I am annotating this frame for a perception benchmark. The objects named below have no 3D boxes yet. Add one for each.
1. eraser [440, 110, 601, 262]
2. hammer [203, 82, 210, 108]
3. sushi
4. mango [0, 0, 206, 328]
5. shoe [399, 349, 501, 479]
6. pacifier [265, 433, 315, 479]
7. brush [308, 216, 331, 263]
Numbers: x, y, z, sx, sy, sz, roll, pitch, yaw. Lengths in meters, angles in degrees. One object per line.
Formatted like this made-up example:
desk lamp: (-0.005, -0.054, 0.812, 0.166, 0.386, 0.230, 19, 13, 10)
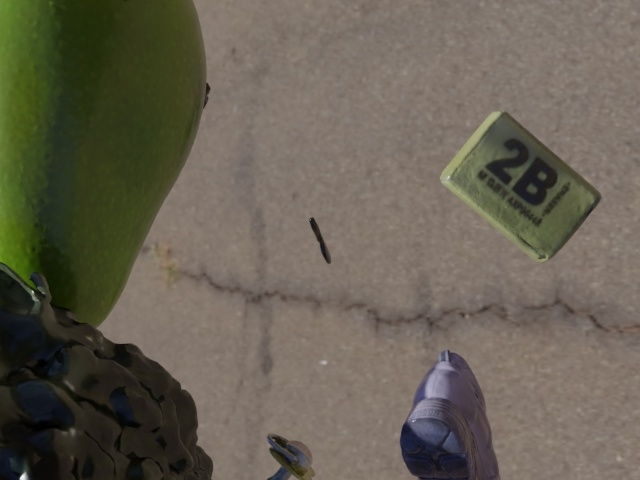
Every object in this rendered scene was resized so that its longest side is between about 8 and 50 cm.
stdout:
eraser: (0.250, -0.067, 1.269, 0.117, 0.172, 0.058, -50, 6, 1)
hammer: (-0.269, -0.246, 1.568, 0.078, 0.201, 0.021, 118, 172, -53)
sushi: (-0.238, 0.156, 0.620, 0.178, 0.352, 0.294, -54, -19, -56)
mango: (-0.186, -0.095, 0.790, 0.156, 0.192, 0.342, 153, 122, -65)
shoe: (0.161, 0.245, 1.174, 0.095, 0.245, 0.137, -4, 38, 26)
pacifier: (-0.041, 0.244, 1.088, 0.064, 0.068, 0.083, -54, -2, 2)
brush: (0.000, 0.000, 1.135, 0.083, 0.008, 0.024, 67, -167, -52)
